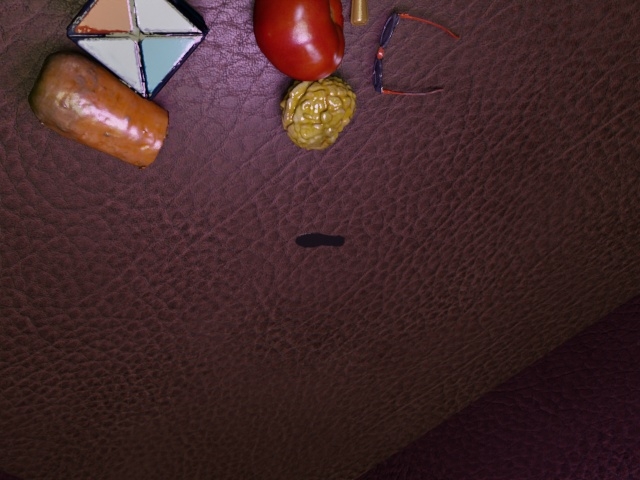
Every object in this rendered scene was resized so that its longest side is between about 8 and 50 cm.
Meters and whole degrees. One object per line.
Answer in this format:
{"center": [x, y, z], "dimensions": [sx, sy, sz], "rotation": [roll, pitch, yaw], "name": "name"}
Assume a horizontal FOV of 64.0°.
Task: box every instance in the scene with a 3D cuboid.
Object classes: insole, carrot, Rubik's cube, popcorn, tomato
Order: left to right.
{"center": [-0.606, -0.361, 1.418], "dimensions": [0.341, 0.224, 0.224], "rotation": [25, 113, -32], "name": "carrot"}
{"center": [-0.460, -0.549, 1.317], "dimensions": [0.250, 0.248, 0.246], "rotation": [-44, 120, 13], "name": "Rubik's cube"}
{"center": [-0.062, -0.581, 1.384], "dimensions": [0.226, 0.298, 0.298], "rotation": [-3, 125, 18], "name": "tomato"}
{"center": [-0.015, -0.386, 1.538], "dimensions": [0.212, 0.259, 0.259], "rotation": [40, 106, -15], "name": "popcorn"}
{"center": [0.000, 0.000, 1.892], "dimensions": [0.189, 0.004, 0.064], "rotation": [2, 120, -14], "name": "insole"}

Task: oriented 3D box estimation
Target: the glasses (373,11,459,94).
{"center": [0.297, -0.554, 1.559], "dimensions": [0.269, 0.118, 0.234], "rotation": [3, 118, -14], "name": "glasses"}

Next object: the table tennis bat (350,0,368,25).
{"center": [0.108, -0.770, 1.426], "dimensions": [0.199, 0.050, 0.320], "rotation": [-7, 118, -7], "name": "table tennis bat"}
